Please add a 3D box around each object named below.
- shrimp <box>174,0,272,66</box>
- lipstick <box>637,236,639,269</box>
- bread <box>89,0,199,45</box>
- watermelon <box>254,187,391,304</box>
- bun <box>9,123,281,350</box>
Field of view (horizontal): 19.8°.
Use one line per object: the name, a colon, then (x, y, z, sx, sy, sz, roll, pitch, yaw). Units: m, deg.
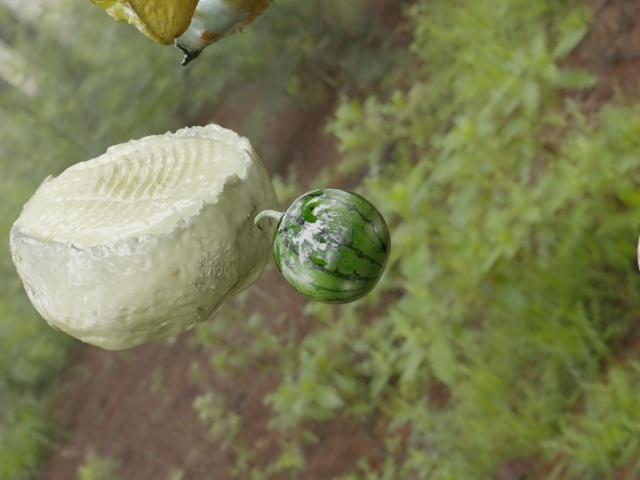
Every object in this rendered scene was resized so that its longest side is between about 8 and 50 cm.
shrimp: (-0.106, -0.284, 1.737, 0.185, 0.287, 0.068, -25, 62, 8)
lipstick: (0.420, 0.010, 1.595, 0.327, 0.087, 0.087, -2, 56, 56)
bread: (-0.141, -0.277, 1.484, 0.088, 0.161, 0.233, -4, 47, 46)
watermelon: (0.006, 0.001, 1.507, 0.109, 0.109, 0.109, -40, 29, 27)
bun: (-0.156, 0.007, 1.722, 0.259, 0.152, 0.259, -12, 26, 6)
